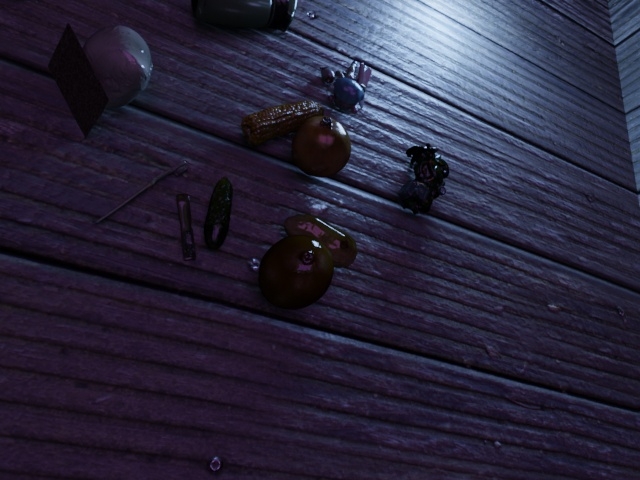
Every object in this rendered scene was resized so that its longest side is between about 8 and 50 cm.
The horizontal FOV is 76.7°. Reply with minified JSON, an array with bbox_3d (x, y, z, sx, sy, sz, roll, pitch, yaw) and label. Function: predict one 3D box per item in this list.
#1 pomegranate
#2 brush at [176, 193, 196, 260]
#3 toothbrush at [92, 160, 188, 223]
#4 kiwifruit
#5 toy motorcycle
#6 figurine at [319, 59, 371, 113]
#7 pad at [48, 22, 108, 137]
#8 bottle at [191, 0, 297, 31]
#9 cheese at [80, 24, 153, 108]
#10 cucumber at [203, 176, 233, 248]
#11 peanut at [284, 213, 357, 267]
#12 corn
[{"bbox_3d":[0.004,-0.285,1.237,0.191,0.191,0.192,7,70,-20],"label":"pomegranate"},{"bbox_3d":[-0.361,-0.041,1.087,0.034,0.027,0.191,-4,73,-26],"label":"brush"},{"bbox_3d":[-0.471,-0.132,1.073,0.294,0.026,0.028,-41,106,-29],"label":"toothbrush"},{"bbox_3d":[-0.063,0.082,1.054,0.195,0.234,0.196,9,64,-19],"label":"kiwifruit"},{"bbox_3d":[0.351,-0.222,1.399,0.187,0.124,0.275,41,62,-16],"label":"toy motorcycle"},{"bbox_3d":[0.094,-0.566,1.419,0.205,0.103,0.260,30,54,-13],"label":"figurine"},{"bbox_3d":[-0.624,-0.406,1.038,0.003,0.158,0.235,-21,80,-56],"label":"pad"},{"bbox_3d":[-0.237,-0.783,1.322,0.346,0.168,0.169,-6,75,-29],"label":"bottle"},{"bbox_3d":[-0.543,-0.470,1.073,0.154,0.197,0.189,36,39,-46],"label":"cheese"},{"bbox_3d":[-0.279,-0.082,1.116,0.069,0.069,0.228,13,64,-19],"label":"cucumber"},{"bbox_3d":[0.000,0.000,1.179,0.236,0.110,0.120,28,72,-10],"label":"peanut"},{"bbox_3d":[-0.113,-0.377,1.267,0.291,0.101,0.101,-25,83,-27],"label":"corn"}]
